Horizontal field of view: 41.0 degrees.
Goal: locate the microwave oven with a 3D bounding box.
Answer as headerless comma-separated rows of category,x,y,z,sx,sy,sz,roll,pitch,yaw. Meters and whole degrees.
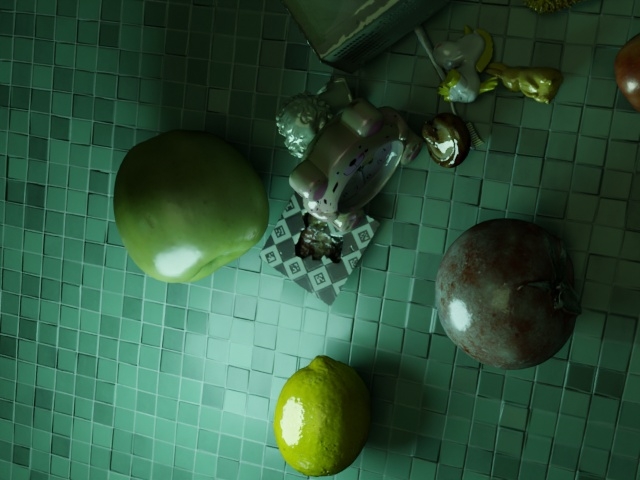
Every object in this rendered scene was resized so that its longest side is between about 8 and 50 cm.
microwave oven,0.055,-0.602,1.792,0.333,0.247,0.394,-34,82,21

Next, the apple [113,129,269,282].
apple,-0.301,-0.082,1.958,0.357,0.357,0.357,3,99,18

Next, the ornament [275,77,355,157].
ornament,0.007,-0.282,1.861,0.120,0.285,0.130,-11,110,33

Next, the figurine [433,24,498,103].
figurine,0.309,-0.381,1.834,0.130,0.109,0.178,-7,68,10

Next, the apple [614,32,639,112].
apple,0.682,-0.342,1.678,0.199,0.199,0.199,3,99,18

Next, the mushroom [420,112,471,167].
mushroom,0.275,-0.216,1.864,0.087,0.127,0.127,-22,92,-24

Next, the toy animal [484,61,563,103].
toy animal,0.430,-0.346,1.826,0.159,0.083,0.070,17,130,26

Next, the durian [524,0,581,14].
durian,0.496,-0.564,1.733,0.250,0.138,0.183,-12,103,25

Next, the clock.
clock,0.072,-0.163,1.818,0.114,0.309,0.284,45,98,19

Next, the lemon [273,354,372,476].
lemon,0.006,0.414,1.990,0.236,0.236,0.263,25,122,13

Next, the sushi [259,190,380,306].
sushi,0.000,0.000,2.024,0.220,0.047,0.231,33,102,15

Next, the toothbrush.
toothbrush,0.263,-0.371,1.888,0.037,0.028,0.375,-27,90,14

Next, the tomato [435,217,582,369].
tomato,0.391,0.111,1.774,0.283,0.317,0.316,-11,95,38
